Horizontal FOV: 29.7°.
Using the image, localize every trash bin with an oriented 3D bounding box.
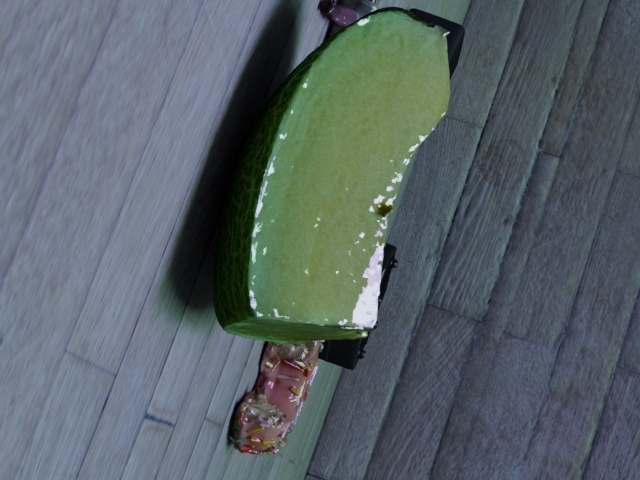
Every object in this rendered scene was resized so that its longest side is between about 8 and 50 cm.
[{"bbox_3d":[0.174,-0.292,2.281,0.165,0.115,0.226,90,23,-72],"label":"trash bin"}]

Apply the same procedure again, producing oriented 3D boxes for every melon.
[{"bbox_3d":[0.015,-0.063,1.252,0.331,0.226,0.344,37,58,-70],"label":"melon"}]

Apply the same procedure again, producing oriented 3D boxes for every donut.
[{"bbox_3d":[-0.064,0.229,1.865,0.199,0.085,0.233,93,18,-69],"label":"donut"}]

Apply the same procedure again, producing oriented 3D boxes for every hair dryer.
[{"bbox_3d":[0.021,-0.260,1.463,0.106,0.054,0.154,-67,163,-5],"label":"hair dryer"}]

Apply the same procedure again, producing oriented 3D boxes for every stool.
[{"bbox_3d":[0.038,0.095,2.064,0.232,0.141,0.232,18,90,-83],"label":"stool"}]

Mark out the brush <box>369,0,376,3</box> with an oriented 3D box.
[{"bbox_3d":[0.063,-0.301,1.769,0.043,0.014,0.170,-50,156,-71],"label":"brush"}]
